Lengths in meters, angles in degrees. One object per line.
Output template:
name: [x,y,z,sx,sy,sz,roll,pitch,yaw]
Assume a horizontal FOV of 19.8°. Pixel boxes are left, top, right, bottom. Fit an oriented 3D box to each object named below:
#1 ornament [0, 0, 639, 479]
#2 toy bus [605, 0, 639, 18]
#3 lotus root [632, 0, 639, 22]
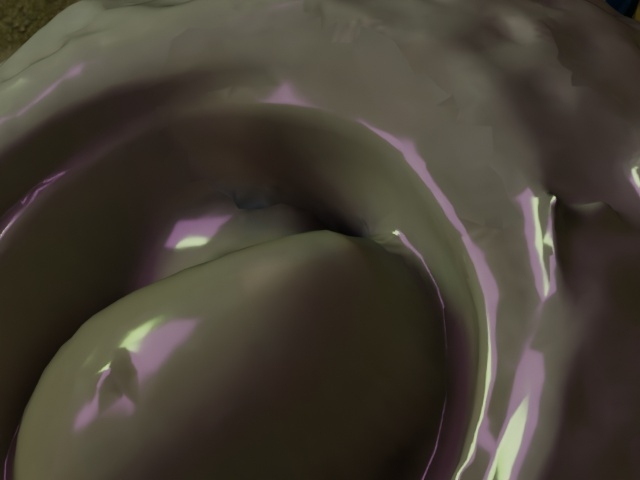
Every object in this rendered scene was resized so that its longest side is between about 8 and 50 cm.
ornament: [0.012,0.089,0.529,0.337,0.337,0.337,-59,10,17]
toy bus: [0.145,-0.152,0.930,0.287,0.138,0.175,-58,27,21]
lotus root: [0.173,-0.068,0.825,0.108,0.094,0.190,-36,-23,-51]
